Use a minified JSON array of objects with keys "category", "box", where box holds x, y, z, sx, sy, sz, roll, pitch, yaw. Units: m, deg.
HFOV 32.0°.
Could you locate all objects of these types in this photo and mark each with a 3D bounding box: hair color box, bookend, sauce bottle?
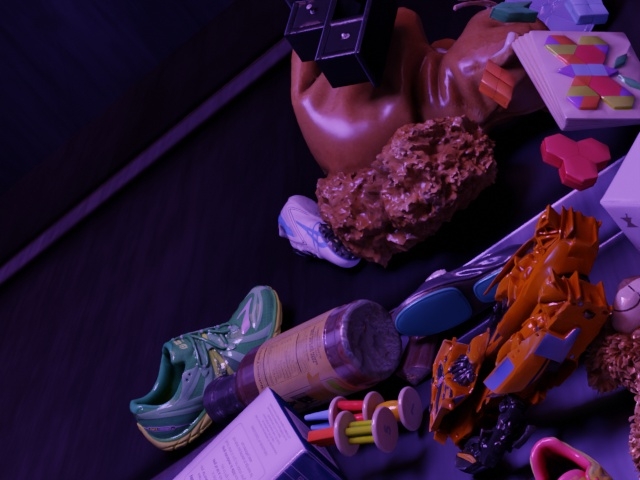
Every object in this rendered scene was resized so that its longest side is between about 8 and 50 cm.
[{"category":"hair color box","box":[-0.133,0.363,1.363,0.347,0.105,0.174,-44,25,0]},{"category":"bookend","box":[0.014,-0.283,1.558,0.157,0.072,0.156,-6,53,29]},{"category":"sauce bottle","box":[-0.036,0.176,1.491,0.344,0.111,0.111,-29,28,48]}]

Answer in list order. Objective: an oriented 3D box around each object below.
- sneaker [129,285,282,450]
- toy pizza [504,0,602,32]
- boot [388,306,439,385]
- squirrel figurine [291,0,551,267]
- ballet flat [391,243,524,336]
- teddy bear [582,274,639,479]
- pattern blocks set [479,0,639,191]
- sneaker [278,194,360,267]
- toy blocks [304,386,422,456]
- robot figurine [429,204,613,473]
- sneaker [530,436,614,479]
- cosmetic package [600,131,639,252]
[{"category":"sneaker","box":[-0.167,0.178,1.673,0.295,0.123,0.109,-50,25,-14]},{"category":"toy pizza","box":[0.361,-0.353,1.743,0.201,0.032,0.201,-23,58,43]},{"category":"boot","box":[0.109,0.137,1.430,0.106,0.037,0.114,-21,38,41]},{"category":"squirrel figurine","box":[0.172,-0.159,1.595,0.370,0.281,0.397,-15,51,29]},{"category":"ballet flat","box":[0.183,0.058,1.388,0.203,0.074,0.074,-25,29,13]},{"category":"teddy bear","box":[0.353,0.111,0.984,0.245,0.113,0.338,-50,25,21]},{"category":"pattern blocks set","box":[0.336,-0.203,1.393,0.285,0.026,0.325,-13,52,-21]},{"category":"sneaker","box":[0.000,0.000,1.765,0.237,0.085,0.086,41,117,59]},{"category":"toy blocks","box":[0.031,0.219,1.324,0.148,0.054,0.123,-13,5,32]},{"category":"robot figurine","box":[0.199,0.110,1.173,0.211,0.085,0.291,-79,16,-51]},{"category":"sneaker","box":[0.235,0.244,0.958,0.081,0.094,0.208,-41,27,2]},{"category":"cosmetic package","box":[0.482,-0.136,1.150,0.217,0.156,0.385,-1,50,56]}]
